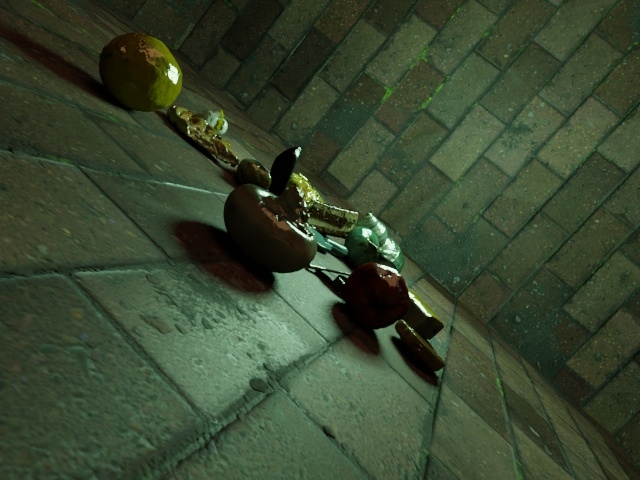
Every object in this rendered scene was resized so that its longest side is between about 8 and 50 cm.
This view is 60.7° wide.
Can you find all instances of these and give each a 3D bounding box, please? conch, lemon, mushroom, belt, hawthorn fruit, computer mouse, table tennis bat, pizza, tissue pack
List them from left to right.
[{"bbox_3d":[-0.486,-0.453,1.483,0.204,0.204,0.260,44,9,22],"label":"lemon"},{"bbox_3d":[-0.375,-0.339,1.772,0.297,0.071,0.189,46,10,26],"label":"pizza"},{"bbox_3d":[-0.224,-0.225,1.805,0.107,0.087,0.333,39,6,-16],"label":"mushroom"},{"bbox_3d":[-0.097,-0.035,1.162,0.226,0.178,0.226,41,19,-17],"label":"mushroom"},{"bbox_3d":[-0.129,-0.223,1.798,0.073,0.217,0.122,24,40,-1],"label":"computer mouse"},{"bbox_3d":[0.000,0.000,1.794,0.237,0.038,0.149,27,15,-39],"label":"table tennis bat"},{"bbox_3d":[0.020,0.081,1.477,0.087,0.013,0.156,10,-4,45],"label":"table tennis bat"},{"bbox_3d":[0.066,0.127,1.473,0.083,0.036,0.059,29,21,-47],"label":"belt"},{"bbox_3d":[0.151,0.037,1.944,0.188,0.122,0.175,-24,91,-79],"label":"conch"},{"bbox_3d":[0.208,0.021,2.111,0.220,0.195,0.277,-148,-138,-67],"label":"conch"},{"bbox_3d":[0.144,0.135,1.372,0.173,0.173,0.179,45,12,23],"label":"hawthorn fruit"},{"bbox_3d":[0.306,0.231,1.771,0.120,0.082,0.169,33,12,-43],"label":"tissue pack"}]

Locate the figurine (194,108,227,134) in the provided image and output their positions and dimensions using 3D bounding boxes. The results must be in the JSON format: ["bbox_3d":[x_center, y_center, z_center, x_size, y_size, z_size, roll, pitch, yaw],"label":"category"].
[{"bbox_3d":[-0.422,-0.457,2.090,0.130,0.109,0.178,17,9,-4],"label":"figurine"}]

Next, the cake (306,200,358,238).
[{"bbox_3d":[0.004,-0.082,1.959,0.246,0.112,0.135,11,8,-45],"label":"cake"}]

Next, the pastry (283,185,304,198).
[{"bbox_3d":[-0.096,-0.131,1.826,0.057,0.109,0.097,31,52,5],"label":"pastry"}]

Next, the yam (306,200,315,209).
[{"bbox_3d":[-0.052,-0.110,1.867,0.029,0.027,0.234,58,20,-3],"label":"yam"}]

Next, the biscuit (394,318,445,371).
[{"bbox_3d":[0.262,0.290,1.458,0.170,0.050,0.170,46,3,-3],"label":"biscuit"}]

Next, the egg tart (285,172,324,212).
[{"bbox_3d":[-0.076,-0.181,2.094,0.291,0.107,0.291,40,9,-8],"label":"egg tart"}]
